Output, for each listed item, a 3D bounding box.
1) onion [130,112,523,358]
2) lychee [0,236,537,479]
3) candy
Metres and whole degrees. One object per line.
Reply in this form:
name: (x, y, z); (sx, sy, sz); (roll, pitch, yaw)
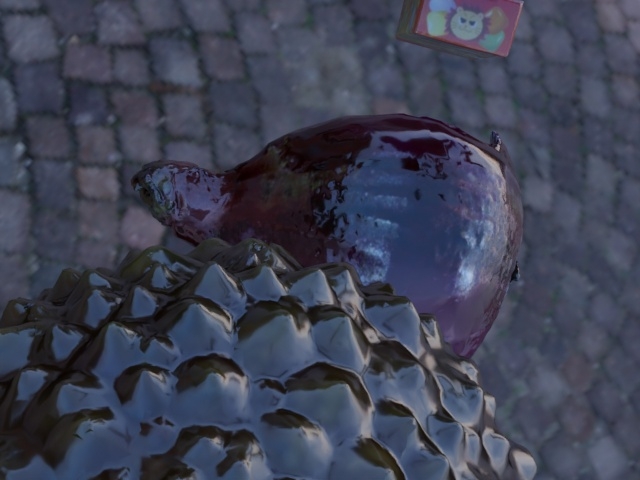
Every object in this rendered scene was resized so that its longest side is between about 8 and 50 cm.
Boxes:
onion: (0.000, 0.014, 0.849); (0.198, 0.173, 0.135); (5, 65, -12)
lychee: (-0.040, 0.130, 0.548); (0.267, 0.267, 0.267); (17, 58, -29)
candy: (0.086, -0.140, 1.074); (0.062, 0.122, 0.038); (14, 95, -5)
